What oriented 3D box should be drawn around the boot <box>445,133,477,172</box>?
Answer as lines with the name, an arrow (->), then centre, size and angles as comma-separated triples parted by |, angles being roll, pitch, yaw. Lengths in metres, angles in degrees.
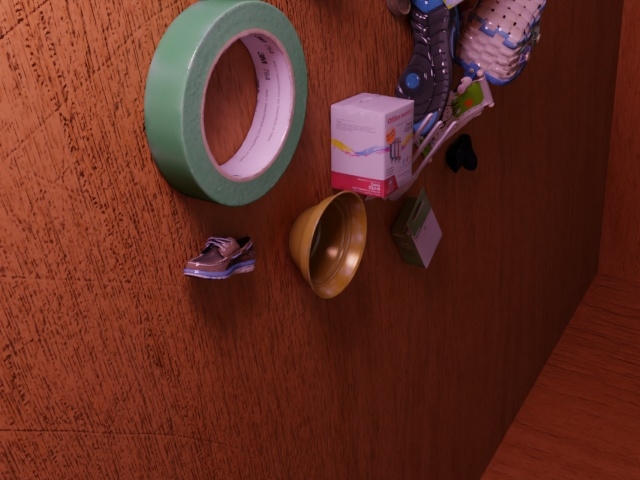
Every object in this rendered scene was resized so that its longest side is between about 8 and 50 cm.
boot -> 0.378, -0.216, 2.176 | 0.099, 0.045, 0.121 | -52, 136, -38

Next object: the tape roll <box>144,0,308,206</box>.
tape roll -> -0.138, -0.216, 1.280 | 0.321, 0.077, 0.321 | -31, 128, -50

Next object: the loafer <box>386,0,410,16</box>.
loafer -> 0.162, -0.520, 1.672 | 0.056, 0.050, 0.148 | -62, 148, -21

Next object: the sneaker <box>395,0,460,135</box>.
sneaker -> 0.259, -0.402, 1.815 | 0.140, 0.125, 0.340 | -13, 115, -59

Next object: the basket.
basket -> 0.412, -0.473, 1.991 | 0.254, 0.201, 0.289 | -56, 180, -28

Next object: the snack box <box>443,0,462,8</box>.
snack box -> 0.271, -0.616, 1.700 | 0.207, 0.070, 0.174 | 53, 51, -12

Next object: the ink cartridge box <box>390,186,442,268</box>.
ink cartridge box -> 0.231, -0.033, 1.992 | 0.109, 0.062, 0.209 | -62, 147, -22

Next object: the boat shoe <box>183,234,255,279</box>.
boat shoe -> -0.169, 0.025, 1.356 | 0.183, 0.066, 0.066 | -15, 111, -67

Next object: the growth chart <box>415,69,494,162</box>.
growth chart -> 0.315, -0.298, 1.947 | 0.237, 0.021, 0.172 | -41, 148, 11

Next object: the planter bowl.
planter bowl -> 0.000, 0.000, 1.592 | 0.217, 0.090, 0.217 | -31, 129, -49

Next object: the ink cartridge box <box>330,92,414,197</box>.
ink cartridge box -> 0.105, -0.197, 1.643 | 0.128, 0.127, 0.176 | -33, 129, -49

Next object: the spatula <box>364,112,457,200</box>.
spatula -> 0.206, -0.182, 1.828 | 0.168, 0.019, 0.242 | 1, 130, -54
